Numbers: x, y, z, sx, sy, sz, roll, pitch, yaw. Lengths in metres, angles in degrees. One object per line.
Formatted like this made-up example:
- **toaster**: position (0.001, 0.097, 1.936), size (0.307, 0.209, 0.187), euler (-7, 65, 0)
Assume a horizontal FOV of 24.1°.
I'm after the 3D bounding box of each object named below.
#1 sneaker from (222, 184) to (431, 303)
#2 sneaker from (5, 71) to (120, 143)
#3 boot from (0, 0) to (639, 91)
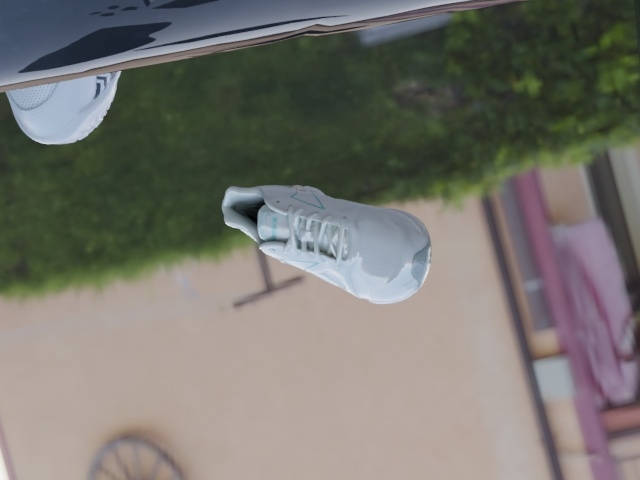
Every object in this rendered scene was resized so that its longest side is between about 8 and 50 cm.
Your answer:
- **sneaker**: position (0.000, 0.000, 0.836), size (0.061, 0.054, 0.152), euler (9, -175, -40)
- **sneaker**: position (-0.267, -0.239, 1.122), size (0.137, 0.366, 0.210), euler (11, -158, 38)
- **boot**: position (0.051, -0.091, 0.512), size (0.445, 0.367, 0.146), euler (-13, -155, -35)
